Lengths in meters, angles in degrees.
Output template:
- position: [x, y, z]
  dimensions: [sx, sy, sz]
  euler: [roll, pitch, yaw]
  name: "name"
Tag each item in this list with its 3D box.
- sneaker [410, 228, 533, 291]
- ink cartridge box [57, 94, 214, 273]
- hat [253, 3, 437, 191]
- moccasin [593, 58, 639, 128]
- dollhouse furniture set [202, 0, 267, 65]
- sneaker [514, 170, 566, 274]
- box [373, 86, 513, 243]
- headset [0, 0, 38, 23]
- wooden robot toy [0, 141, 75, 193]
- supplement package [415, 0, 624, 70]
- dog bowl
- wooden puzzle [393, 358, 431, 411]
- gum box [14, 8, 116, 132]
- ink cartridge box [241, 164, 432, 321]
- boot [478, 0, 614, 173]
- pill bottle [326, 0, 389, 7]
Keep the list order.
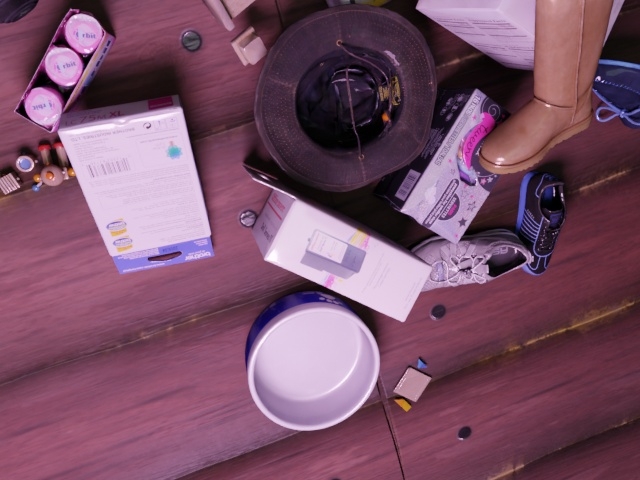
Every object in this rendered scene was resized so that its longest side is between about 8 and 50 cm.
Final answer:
- position: [0.298, 0.041, 1.132]
  dimensions: [0.281, 0.115, 0.105]
  euler: [-18, 109, -8]
  name: "sneaker"
- position: [-0.298, -0.083, 0.945]
  dimensions: [0.185, 0.065, 0.311]
  euler: [-12, 131, -9]
  name: "ink cartridge box"
- position: [0.034, -0.251, 0.980]
  dimensions: [0.331, 0.134, 0.332]
  euler: [-5, 107, -17]
  name: "hat"
- position: [0.665, -0.279, 1.121]
  dimensions: [0.341, 0.138, 0.117]
  euler: [11, 107, -15]
  name: "moccasin"
- position: [-0.111, -0.519, 0.847]
  dimensions: [0.303, 0.174, 0.356]
  euler: [-41, 140, -8]
  name: "dollhouse furniture set"
- position: [0.468, -0.028, 1.167]
  dimensions: [0.081, 0.090, 0.233]
  euler: [-10, 107, -11]
  name: "sneaker"
- position: [0.241, -0.144, 1.041]
  dimensions: [0.142, 0.163, 0.247]
  euler: [28, 98, -20]
  name: "box"
- position: [-0.527, -0.389, 0.777]
  dimensions: [0.243, 0.185, 0.394]
  euler: [24, 108, -18]
  name: "headset"
- position: [-0.458, -0.121, 0.927]
  dimensions: [0.173, 0.079, 0.076]
  euler: [-13, 108, -10]
  name: "wooden robot toy"
- position: [0.347, -0.429, 0.934]
  dimensions: [0.262, 0.198, 0.200]
  euler: [15, 102, -35]
  name: "supplement package"
- position: [-0.019, 0.241, 1.120]
  dimensions: [0.264, 0.104, 0.265]
  euler: [-3, 106, -12]
  name: "dog bowl"
- position: [0.206, 0.325, 1.247]
  dimensions: [0.078, 0.014, 0.116]
  euler: [35, 95, -24]
  name: "wooden puzzle"
- position: [-0.401, -0.272, 0.882]
  dimensions: [0.062, 0.107, 0.188]
  euler: [30, 97, -19]
  name: "gum box"
- position: [0.000, 0.000, 1.001]
  dimensions: [0.353, 0.207, 0.119]
  euler: [26, 97, -18]
  name: "ink cartridge box"
- position: [0.339, -0.262, 0.848]
  dimensions: [0.236, 0.089, 0.270]
  euler: [-33, 138, -14]
  name: "boot"
- position: [0.097, -0.461, 0.950]
  dimensions: [0.184, 0.103, 0.103]
  euler: [-31, 110, -3]
  name: "pill bottle"
